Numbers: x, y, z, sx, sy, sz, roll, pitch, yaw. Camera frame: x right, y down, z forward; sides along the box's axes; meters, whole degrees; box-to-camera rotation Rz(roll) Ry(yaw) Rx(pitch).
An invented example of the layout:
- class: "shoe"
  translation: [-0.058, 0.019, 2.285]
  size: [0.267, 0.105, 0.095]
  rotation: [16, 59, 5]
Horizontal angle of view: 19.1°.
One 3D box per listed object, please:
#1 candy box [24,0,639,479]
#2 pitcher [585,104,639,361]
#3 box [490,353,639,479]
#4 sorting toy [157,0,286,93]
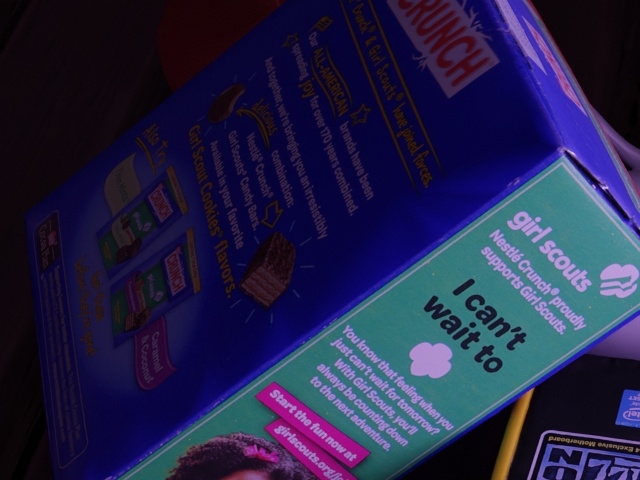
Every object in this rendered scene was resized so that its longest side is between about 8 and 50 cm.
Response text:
- class: "candy box"
  translation: [0.000, 0.000, 1.024]
  size: [0.317, 0.122, 0.268]
  rotation: [-38, 36, 16]
- class: "pitcher"
  translation: [0.163, -0.008, 1.086]
  size: [0.207, 0.177, 0.125]
  rotation: [10, 1, 25]
- class: "box"
  translation: [0.227, 0.175, 0.859]
  size: [0.322, 0.079, 0.257]
  rotation: [7, 38, 17]
- class: "sorting toy"
  translation: [0.054, -0.094, 1.290]
  size: [0.365, 0.127, 0.126]
  rotation: [31, 22, 34]
